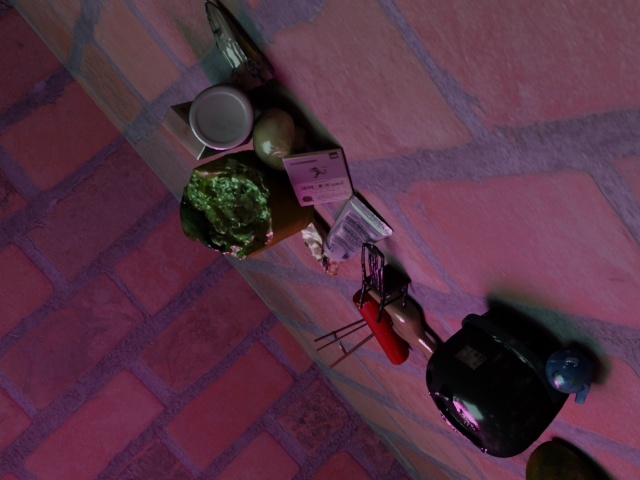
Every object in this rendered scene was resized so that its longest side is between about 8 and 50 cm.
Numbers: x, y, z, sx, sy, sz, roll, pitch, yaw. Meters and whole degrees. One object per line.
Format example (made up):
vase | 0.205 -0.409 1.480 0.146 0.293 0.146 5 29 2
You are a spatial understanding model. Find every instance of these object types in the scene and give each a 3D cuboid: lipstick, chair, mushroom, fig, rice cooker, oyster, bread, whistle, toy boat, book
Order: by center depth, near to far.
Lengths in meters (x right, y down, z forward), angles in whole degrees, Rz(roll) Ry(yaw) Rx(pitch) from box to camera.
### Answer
whistle | 0.450 0.242 1.434 0.090 0.090 0.158 40 165 26
rice cooker | 0.344 0.282 1.564 0.267 0.224 0.267 47 167 15
toy boat | -0.176 -0.397 1.611 0.084 0.066 0.210 -18 110 40
book | -0.002 -0.134 1.711 0.181 0.127 0.014 70 -165 -57
mushroom | -0.091 -0.220 1.712 0.148 0.112 0.148 179 90 -72
bread | -0.161 -0.099 1.837 0.251 0.208 0.376 19 -164 16
fig | 0.541 0.610 1.844 0.203 0.235 0.203 39 162 15
chair | 0.153 0.081 1.877 0.084 0.101 0.212 35 137 37
oyster | 0.000 -0.005 2.136 0.209 0.072 0.133 62 162 6
lipstick | 0.178 0.248 2.266 0.073 0.073 0.279 29 157 51
chair | 0.090 0.288 2.413 0.104 0.221 0.095 59 -175 -44

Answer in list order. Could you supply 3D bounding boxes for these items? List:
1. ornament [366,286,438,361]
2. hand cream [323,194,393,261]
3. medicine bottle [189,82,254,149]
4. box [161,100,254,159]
ornament | 0.230 0.224 2.064 0.245 0.061 0.230 42 167 35
hand cream | 0.077 -0.018 1.896 0.124 0.078 0.340 44 158 0
medicine bottle | -0.206 -0.278 1.722 0.130 0.130 0.341 51 -174 -12
box | -0.266 -0.280 1.924 0.141 0.201 0.058 44 125 11
